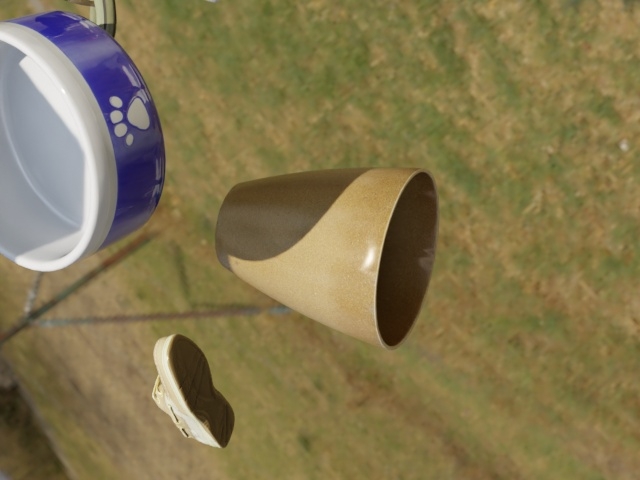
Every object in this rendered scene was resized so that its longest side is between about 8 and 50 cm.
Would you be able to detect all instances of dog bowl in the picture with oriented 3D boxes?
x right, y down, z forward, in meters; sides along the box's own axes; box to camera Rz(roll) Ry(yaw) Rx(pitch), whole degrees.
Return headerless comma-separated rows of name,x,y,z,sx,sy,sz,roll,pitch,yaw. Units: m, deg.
dog bowl,-0.292,-0.106,1.365,0.265,0.104,0.265,18,121,34

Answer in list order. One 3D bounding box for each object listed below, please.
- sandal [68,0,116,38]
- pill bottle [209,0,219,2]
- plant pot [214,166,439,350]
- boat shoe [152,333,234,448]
sandal,-0.289,-0.342,1.427,0.303,0.086,0.120,77,178,-45
pill bottle,-0.148,-0.223,0.784,0.208,0.119,0.119,17,155,-4
plant pot,0.000,0.000,1.686,0.254,0.237,0.237,12,141,21
boat shoe,-0.112,0.124,1.040,0.045,0.050,0.135,1,138,22
